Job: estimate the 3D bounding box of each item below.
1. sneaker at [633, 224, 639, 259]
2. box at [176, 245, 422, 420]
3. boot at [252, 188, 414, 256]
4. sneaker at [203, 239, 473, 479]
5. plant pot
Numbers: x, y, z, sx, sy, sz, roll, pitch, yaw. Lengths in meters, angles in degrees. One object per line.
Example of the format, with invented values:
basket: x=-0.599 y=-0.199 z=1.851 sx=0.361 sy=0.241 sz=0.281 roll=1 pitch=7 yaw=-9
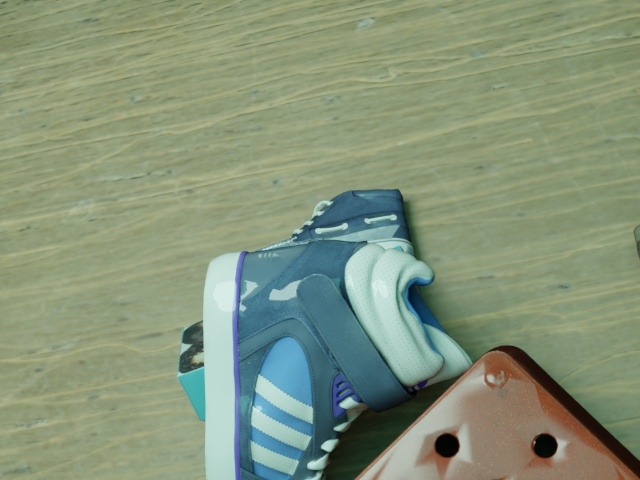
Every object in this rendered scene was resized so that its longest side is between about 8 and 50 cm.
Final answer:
sneaker: x=0.406 y=-0.002 z=1.341 sx=0.188 sy=0.066 sz=0.071 roll=-14 pitch=82 yaw=14
box: x=-0.019 y=0.091 z=1.365 sx=0.244 sy=0.060 sz=0.100 roll=-21 pitch=25 yaw=8
boot: x=0.000 y=0.000 z=1.434 sx=0.190 sy=0.069 sz=0.086 roll=-7 pitch=61 yaw=2
sneaker: x=0.022 y=0.158 z=1.256 sx=0.236 sy=0.130 sz=0.322 roll=-1 pitch=101 yaw=9
plant pot: x=0.164 y=0.242 z=1.196 sx=0.267 sy=0.236 sz=0.267 roll=-43 pitch=65 yaw=-6
